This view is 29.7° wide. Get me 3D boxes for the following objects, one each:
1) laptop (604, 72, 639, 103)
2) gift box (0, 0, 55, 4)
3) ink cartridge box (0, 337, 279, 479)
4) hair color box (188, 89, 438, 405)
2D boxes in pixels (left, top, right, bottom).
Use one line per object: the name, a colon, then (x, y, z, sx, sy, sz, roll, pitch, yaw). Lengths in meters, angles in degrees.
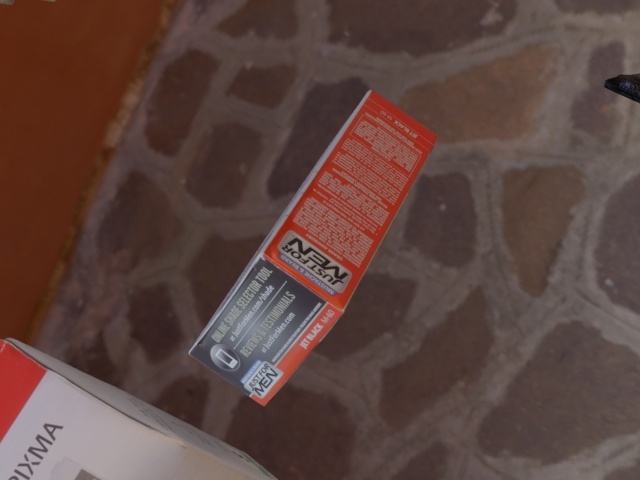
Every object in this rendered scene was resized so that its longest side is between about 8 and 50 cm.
laptop: (0.358, -0.026, 0.858, 0.234, 0.264, 0.136, 35, 125, 44)
gift box: (-0.291, -0.289, 0.794, 0.258, 0.276, 0.255, -110, 32, -79)
ink cartridge box: (-0.128, 0.131, 0.441, 0.056, 0.225, 0.181, 28, 83, 45)
hair color box: (0.000, 0.000, 0.662, 0.093, 0.053, 0.167, -52, 3, 42)
